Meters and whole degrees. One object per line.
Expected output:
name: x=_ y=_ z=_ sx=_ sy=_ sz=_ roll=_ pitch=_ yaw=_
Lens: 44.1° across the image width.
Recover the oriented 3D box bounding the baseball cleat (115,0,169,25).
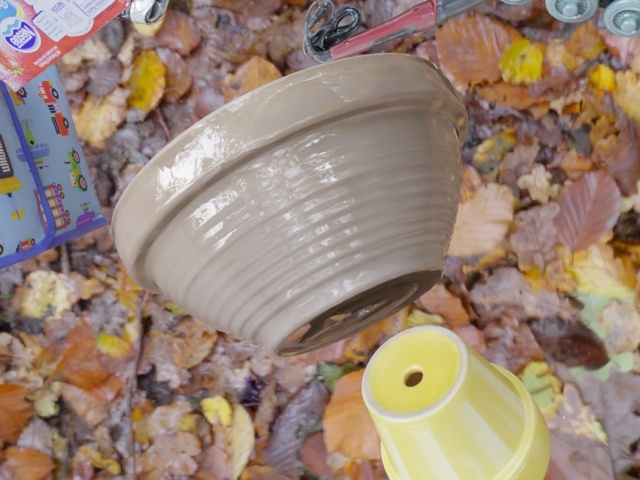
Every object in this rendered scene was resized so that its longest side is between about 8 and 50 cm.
baseball cleat: x=-0.288 y=-0.329 z=1.106 sx=0.206 sy=0.072 sz=0.109 roll=-33 pitch=87 yaw=32

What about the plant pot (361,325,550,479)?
plant pot: x=0.183 y=0.260 z=1.173 sx=0.254 sy=0.239 sz=0.254 roll=-22 pitch=38 yaw=19

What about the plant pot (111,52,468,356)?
plant pot: x=0.000 y=0.000 z=0.498 sx=0.237 sy=0.237 sz=0.109 roll=-28 pitch=73 yaw=9

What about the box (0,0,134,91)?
box: x=-0.225 y=-0.233 z=0.642 sx=0.257 sy=0.128 sz=0.122 roll=-10 pitch=44 yaw=51

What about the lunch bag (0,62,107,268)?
lunch bag: x=-0.362 y=-0.083 z=0.824 sx=0.138 sy=0.293 sz=0.220 roll=-14 pitch=99 yaw=6

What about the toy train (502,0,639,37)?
toy train: x=0.387 y=-0.417 z=1.132 sx=0.334 sy=0.190 sz=0.142 roll=18 pitch=64 yaw=5

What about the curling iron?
curling iron: x=0.106 y=-0.248 z=0.820 sx=0.274 sy=0.035 sz=0.068 roll=-14 pitch=91 yaw=14
